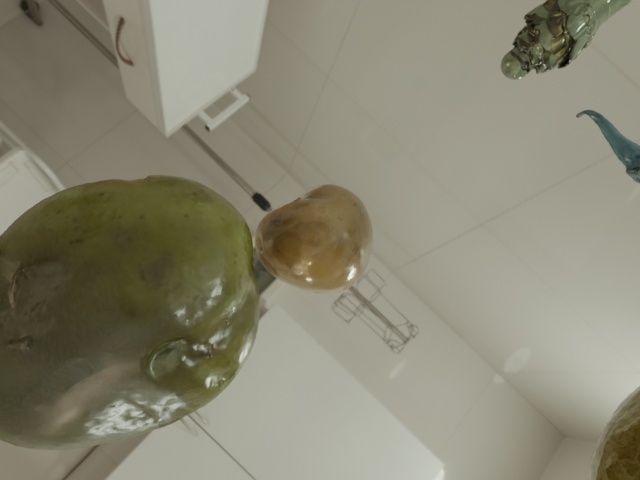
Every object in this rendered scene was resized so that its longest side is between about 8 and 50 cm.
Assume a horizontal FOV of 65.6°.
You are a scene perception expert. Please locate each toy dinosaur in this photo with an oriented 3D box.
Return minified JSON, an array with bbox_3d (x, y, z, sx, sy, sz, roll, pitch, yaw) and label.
[{"bbox_3d":[0.323,-0.066,0.470,0.045,0.197,0.080,-48,157,13],"label":"toy dinosaur"}]

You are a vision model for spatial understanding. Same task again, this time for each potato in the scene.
[{"bbox_3d":[-0.157,0.056,0.365,0.229,0.197,0.148,-7,-172,2],"label":"potato"},{"bbox_3d":[0.000,0.001,0.479,0.112,0.112,0.147,-46,170,5],"label":"potato"}]

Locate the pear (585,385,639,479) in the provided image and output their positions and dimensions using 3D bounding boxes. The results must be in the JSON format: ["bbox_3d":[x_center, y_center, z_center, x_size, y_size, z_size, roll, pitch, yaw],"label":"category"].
[{"bbox_3d":[0.308,0.182,0.339,0.229,0.211,0.188,-16,-122,29],"label":"pear"}]

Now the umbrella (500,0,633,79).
[{"bbox_3d":[0.217,-0.194,0.426,0.143,0.062,0.067,-40,-168,24],"label":"umbrella"}]
